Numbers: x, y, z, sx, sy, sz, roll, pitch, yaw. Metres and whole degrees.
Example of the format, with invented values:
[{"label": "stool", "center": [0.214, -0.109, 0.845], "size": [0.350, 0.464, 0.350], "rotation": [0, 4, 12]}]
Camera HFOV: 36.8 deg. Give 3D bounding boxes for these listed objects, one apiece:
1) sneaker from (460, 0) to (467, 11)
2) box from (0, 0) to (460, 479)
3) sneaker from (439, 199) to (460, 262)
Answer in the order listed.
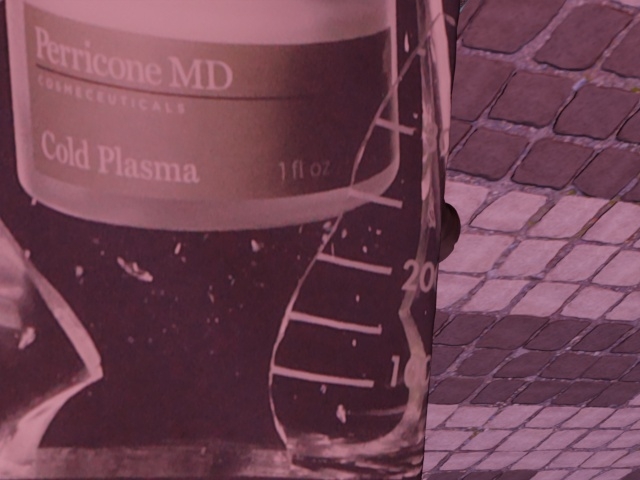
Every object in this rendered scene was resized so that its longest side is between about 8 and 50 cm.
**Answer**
[{"label": "sneaker", "center": [0.083, -0.200, 0.789], "size": [0.166, 0.065, 0.076], "rotation": [-27, 147, 19]}, {"label": "box", "center": [-0.205, -0.041, 0.495], "size": [0.480, 0.471, 0.297], "rotation": [6, 175, -28]}, {"label": "sneaker", "center": [0.000, 0.000, 1.015], "size": [0.286, 0.109, 0.130], "rotation": [-28, 137, 3]}]
